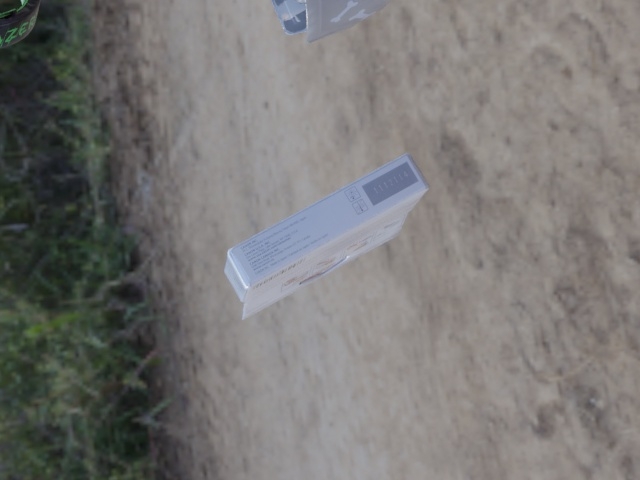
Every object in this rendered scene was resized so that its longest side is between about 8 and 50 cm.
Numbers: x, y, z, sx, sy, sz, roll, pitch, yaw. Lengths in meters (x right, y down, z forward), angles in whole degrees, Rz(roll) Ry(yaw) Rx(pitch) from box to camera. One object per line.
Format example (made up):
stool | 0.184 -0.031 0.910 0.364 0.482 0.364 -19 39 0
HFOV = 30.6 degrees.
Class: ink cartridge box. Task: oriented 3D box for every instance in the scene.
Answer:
ink cartridge box | 0.000 0.000 1.724 0.066 0.296 0.261 60 168 9

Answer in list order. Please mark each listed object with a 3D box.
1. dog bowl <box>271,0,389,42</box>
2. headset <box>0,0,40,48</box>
dog bowl | -0.019 -0.374 1.198 0.349 0.102 0.348 164 90 -84
headset | -0.572 -0.429 1.674 0.394 0.243 0.185 38 130 14
